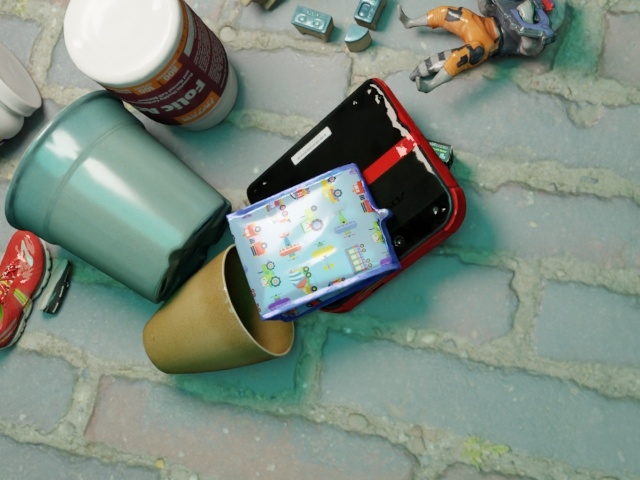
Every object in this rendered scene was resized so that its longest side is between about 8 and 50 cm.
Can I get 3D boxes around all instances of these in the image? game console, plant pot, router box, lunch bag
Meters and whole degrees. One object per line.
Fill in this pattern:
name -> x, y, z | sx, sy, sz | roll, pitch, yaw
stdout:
game console -> 0.063, -0.077, 1.563 | 0.386, 0.060, 0.342 | -39, 72, 23
plant pot -> -0.383, -0.066, 1.578 | 0.334, 0.341, 0.341 | 36, 91, 6
plant pot -> -0.220, 0.164, 1.568 | 0.254, 0.237, 0.237 | -26, 78, 21
router box -> 0.204, -0.177, 1.574 | 0.122, 0.092, 0.038 | 15, 86, 14
lunch bag -> 0.000, 0.000, 1.503 | 0.293, 0.138, 0.221 | -25, 75, 17

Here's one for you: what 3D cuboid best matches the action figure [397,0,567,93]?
action figure -> 0.327, -0.445, 1.582 | 0.330, 0.179, 0.341 | -12, 53, 3

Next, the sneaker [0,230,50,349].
sneaker -> -0.677, 0.107, 1.706 | 0.107, 0.118, 0.279 | 15, 86, 13

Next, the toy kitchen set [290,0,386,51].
toy kitchen set -> 0.050, -0.522, 1.635 | 0.166, 0.122, 0.207 | 22, 87, 14

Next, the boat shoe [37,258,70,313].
boat shoe -> -0.577, 0.103, 1.728 | 0.046, 0.038, 0.125 | 12, 77, 55

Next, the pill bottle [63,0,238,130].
pill bottle -> -0.311, -0.355, 1.550 | 0.224, 0.392, 0.224 | -2, 83, 12

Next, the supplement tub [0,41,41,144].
supplement tub -> -0.813, -0.284, 1.724 | 0.331, 0.241, 0.241 | -33, 78, 6

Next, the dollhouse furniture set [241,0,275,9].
dollhouse furniture set -> -0.093, -0.618, 1.625 | 0.259, 0.262, 0.135 | -40, 72, 37
